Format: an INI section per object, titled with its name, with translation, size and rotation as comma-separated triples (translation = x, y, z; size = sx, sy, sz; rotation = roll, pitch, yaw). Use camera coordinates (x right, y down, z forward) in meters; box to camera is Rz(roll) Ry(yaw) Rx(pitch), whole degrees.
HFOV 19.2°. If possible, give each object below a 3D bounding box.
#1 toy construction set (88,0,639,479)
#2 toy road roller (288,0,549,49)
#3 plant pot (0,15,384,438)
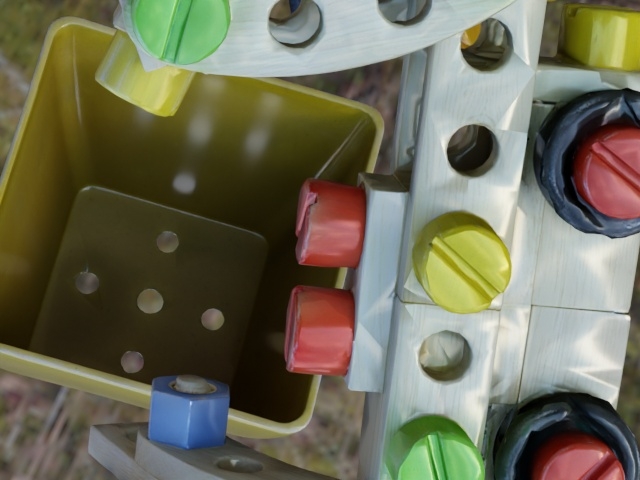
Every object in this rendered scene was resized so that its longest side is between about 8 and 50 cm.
[toy construction set]
translation = 0.000, 0.000, 0.632
size = 0.215, 0.151, 0.327
rotation = 5, 116, -8
[toy road roller]
translation = 0.114, -0.310, 1.597
size = 0.241, 0.202, 0.329
rotation = 4, 111, 29
[plant pot]
translation = -0.101, 0.015, 1.201
size = 0.212, 0.212, 0.187
rotation = 17, 160, -6
